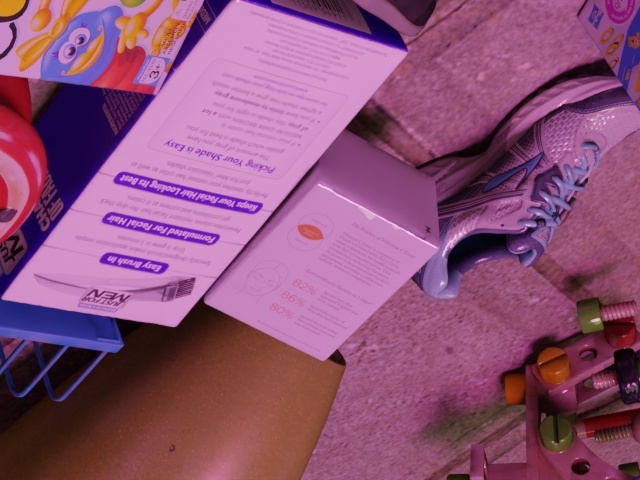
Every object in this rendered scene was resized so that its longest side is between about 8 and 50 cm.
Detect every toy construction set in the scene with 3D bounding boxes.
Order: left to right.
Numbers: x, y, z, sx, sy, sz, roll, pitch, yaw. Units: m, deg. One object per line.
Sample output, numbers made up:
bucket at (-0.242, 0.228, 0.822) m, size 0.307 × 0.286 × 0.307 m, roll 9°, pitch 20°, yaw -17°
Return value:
toy construction set at (0.256, 0.219, 2.073) m, size 0.237 × 0.257 × 0.309 m, roll -11°, pitch 169°, yaw 10°

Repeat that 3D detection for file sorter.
file sorter at (-0.275, 0.061, 1.583) m, size 0.170 × 0.118 × 0.104 m, roll 12°, pitch 133°, yaw -41°

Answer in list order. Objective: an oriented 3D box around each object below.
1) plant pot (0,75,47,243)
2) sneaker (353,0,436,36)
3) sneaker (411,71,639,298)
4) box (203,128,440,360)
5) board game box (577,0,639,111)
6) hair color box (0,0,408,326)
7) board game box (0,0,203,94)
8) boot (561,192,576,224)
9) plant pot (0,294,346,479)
plant pot at (-0.294, -0.081, 1.347) m, size 0.191 × 0.174 × 0.191 m, roll -17°, pitch 146°, yaw -12°
sneaker at (0.077, -0.223, 1.418) m, size 0.118 × 0.083 × 0.222 m, roll -42°, pitch 173°, yaw 13°
sneaker at (0.194, -0.041, 1.735) m, size 0.283 × 0.122 × 0.110 m, roll -33°, pitch 144°, yaw 10°
box at (0.000, 0.000, 1.614) m, size 0.130 × 0.091 × 0.170 m, roll 28°, pitch 126°, yaw -24°
board game box at (0.370, -0.188, 1.503) m, size 0.086 × 0.302 × 0.308 m, roll 0°, pitch 137°, yaw -31°
hair color box at (-0.110, -0.084, 1.509) m, size 0.185 × 0.110 × 0.339 m, roll 12°, pitch 128°, yaw -43°
board game box at (-0.201, -0.194, 1.190) m, size 0.275 × 0.142 × 0.144 m, roll 1°, pitch 121°, yaw -58°
boot at (0.190, -0.027, 1.821) m, size 0.087 × 0.042 × 0.118 m, roll -3°, pitch 138°, yaw -25°
plant pot at (-0.122, 0.179, 1.737) m, size 0.293 × 0.275 × 0.275 m, roll -50°, pitch 140°, yaw 7°
